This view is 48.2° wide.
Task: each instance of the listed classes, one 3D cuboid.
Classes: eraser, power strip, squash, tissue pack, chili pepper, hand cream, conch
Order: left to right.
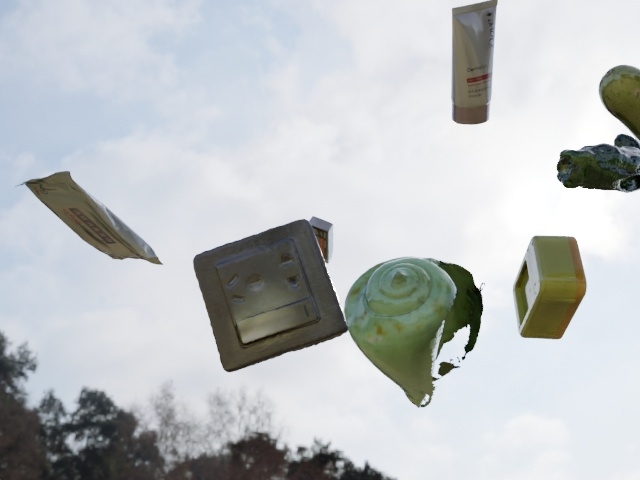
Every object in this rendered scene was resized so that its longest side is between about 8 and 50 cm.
[{"bbox_3d":[-0.314,-0.027,0.986,0.123,0.026,0.193,3,-34,40],"label":"tissue pack"},{"bbox_3d":[-0.101,0.113,1.431,0.257,0.251,0.092,-18,-23,-3],"label":"power strip"},{"bbox_3d":[0.000,0.000,1.579,0.052,0.029,0.122,22,-34,17],"label":"eraser"},{"bbox_3d":[0.127,0.105,0.843,0.137,0.143,0.250,3,-27,39],"label":"conch"},{"bbox_3d":[0.321,-0.371,1.494,0.083,0.133,0.247,28,-47,44],"label":"hand cream"},{"bbox_3d":[0.325,-0.084,0.783,0.073,0.050,0.182,24,25,36],"label":"chili pepper"},{"bbox_3d":[0.547,-0.198,1.188,0.250,0.083,0.083,38,-38,-28],"label":"squash"}]

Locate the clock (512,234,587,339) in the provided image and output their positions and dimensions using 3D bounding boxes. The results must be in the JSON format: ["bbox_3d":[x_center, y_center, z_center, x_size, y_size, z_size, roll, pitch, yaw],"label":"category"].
[{"bbox_3d":[0.446,0.094,1.402,0.096,0.143,0.202,3,-37,3],"label":"clock"}]
